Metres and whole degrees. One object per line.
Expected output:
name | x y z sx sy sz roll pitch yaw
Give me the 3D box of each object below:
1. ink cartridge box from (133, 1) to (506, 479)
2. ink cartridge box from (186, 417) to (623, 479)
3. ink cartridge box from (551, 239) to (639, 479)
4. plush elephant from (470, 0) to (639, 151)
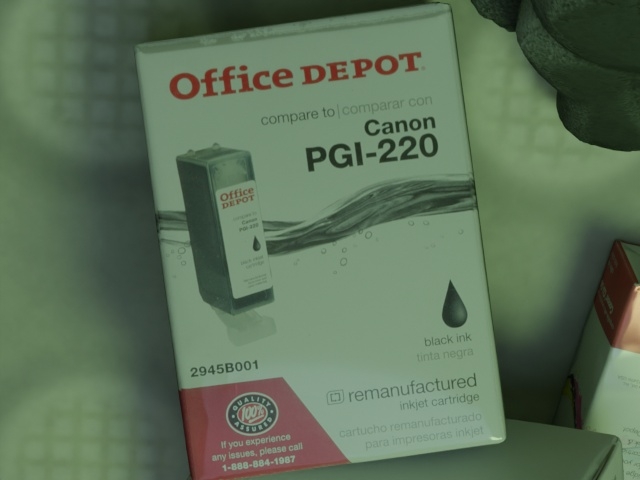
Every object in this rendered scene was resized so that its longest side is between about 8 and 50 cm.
ink cartridge box | 0.000 0.000 0.971 0.159 0.092 0.217 -8 89 0
ink cartridge box | 0.056 0.239 1.061 0.207 0.117 0.283 6 117 26
ink cartridge box | 0.189 0.111 1.081 0.115 0.067 0.198 14 110 -7
plush elephant | 0.171 -0.203 0.871 0.330 0.272 0.255 23 72 -45
